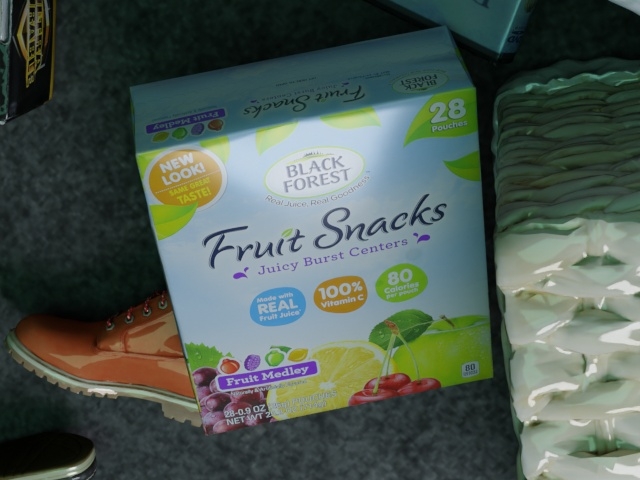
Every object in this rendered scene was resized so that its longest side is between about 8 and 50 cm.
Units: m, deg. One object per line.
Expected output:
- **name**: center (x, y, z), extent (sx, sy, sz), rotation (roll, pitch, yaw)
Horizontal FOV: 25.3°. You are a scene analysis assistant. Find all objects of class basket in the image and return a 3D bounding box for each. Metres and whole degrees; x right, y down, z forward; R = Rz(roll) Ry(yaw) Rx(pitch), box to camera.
- **basket**: center (0.253, 0.079, 0.719), extent (0.331, 0.266, 0.328), rotation (-4, 106, 13)

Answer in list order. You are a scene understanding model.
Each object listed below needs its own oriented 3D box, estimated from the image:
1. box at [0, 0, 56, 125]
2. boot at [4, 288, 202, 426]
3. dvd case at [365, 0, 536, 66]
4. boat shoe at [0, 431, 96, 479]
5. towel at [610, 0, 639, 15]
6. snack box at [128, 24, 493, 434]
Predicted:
- **box**: center (-0.315, -0.216, 0.833), extent (0.322, 0.079, 0.257), rotation (7, 106, 8)
- **boot**: center (-0.115, 0.058, 0.891), extent (0.157, 0.059, 0.085), rotation (13, 105, -2)
- **dvd case**: center (0.067, -0.242, 0.743), extent (0.180, 0.022, 0.253), rotation (30, 114, 25)
- **boat shoe**: center (-0.209, 0.164, 0.941), extent (0.152, 0.056, 0.049), rotation (-12, 109, 23)
- **towel**: center (0.164, -0.277, 0.595), extent (0.320, 0.090, 0.375), rotation (23, 80, -10)
- **snack box**: center (0.000, 0.000, 0.782), extent (0.174, 0.070, 0.207), rotation (-12, 128, -2)
